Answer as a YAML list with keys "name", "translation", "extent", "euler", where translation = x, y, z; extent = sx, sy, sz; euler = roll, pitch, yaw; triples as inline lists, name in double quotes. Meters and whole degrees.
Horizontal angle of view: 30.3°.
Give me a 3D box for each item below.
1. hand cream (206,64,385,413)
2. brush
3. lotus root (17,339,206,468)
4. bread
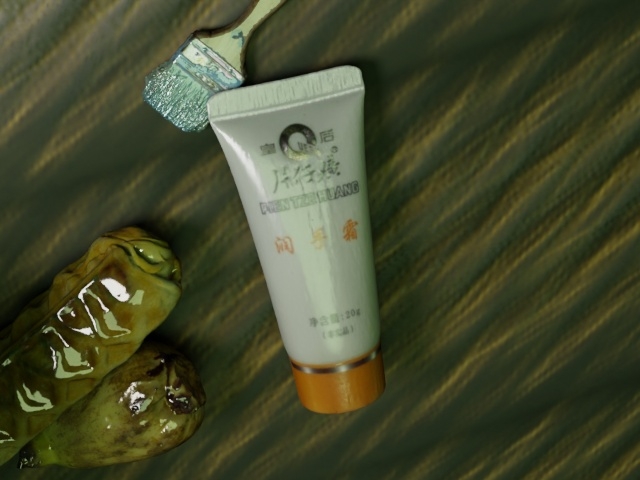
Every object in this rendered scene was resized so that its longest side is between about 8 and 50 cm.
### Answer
- name: "hand cream"
  translation: [0.000, 0.000, 1.081]
  extent: [0.139, 0.089, 0.314]
  euler: [-15, 109, -4]
- name: "brush"
  translation: [-0.071, -0.178, 1.017]
  extent: [0.070, 0.021, 0.196]
  euler: [39, 102, -22]
- name: "lotus root"
  translation: [-0.199, 0.165, 1.121]
  extent: [0.190, 0.094, 0.108]
  euler: [-24, 97, 12]
- name: "bread"
  translation: [-0.233, 0.092, 1.074]
  extent: [0.269, 0.098, 0.087]
  euler: [-42, 125, 10]
